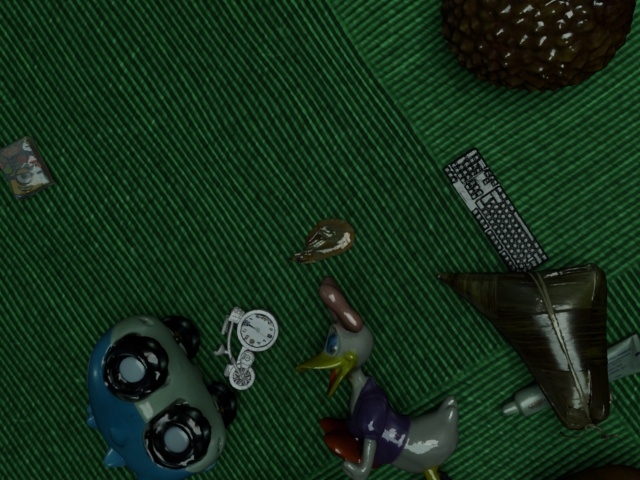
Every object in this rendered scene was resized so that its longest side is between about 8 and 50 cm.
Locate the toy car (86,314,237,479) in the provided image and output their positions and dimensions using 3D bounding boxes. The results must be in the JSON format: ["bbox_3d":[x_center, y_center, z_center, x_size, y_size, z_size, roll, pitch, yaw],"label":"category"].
[{"bbox_3d":[-0.253,0.241,1.161,0.190,0.188,0.255,-30,92,13],"label":"toy car"}]

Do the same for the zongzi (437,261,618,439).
[{"bbox_3d":[0.296,0.162,1.145,0.241,0.111,0.248,-2,80,14],"label":"zongzi"}]

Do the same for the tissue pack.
[{"bbox_3d":[-0.462,-0.112,1.224,0.063,0.035,0.083,-27,92,5],"label":"tissue pack"}]

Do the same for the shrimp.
[{"bbox_3d":[0.000,0.000,1.207,0.108,0.023,0.059,-17,83,5],"label":"shrimp"}]

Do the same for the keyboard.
[{"bbox_3d":[0.264,-0.040,1.188,0.061,0.013,0.204,-33,91,5],"label":"keyboard"}]

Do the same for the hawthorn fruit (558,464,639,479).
[{"bbox_3d":[0.399,0.424,1.135,0.248,0.208,0.208,1,95,28],"label":"hawthorn fruit"}]

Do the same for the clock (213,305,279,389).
[{"bbox_3d":[-0.118,0.164,1.217,0.087,0.041,0.129,20,90,-1],"label":"clock"}]

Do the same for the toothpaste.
[{"bbox_3d":[0.382,0.213,1.189,0.233,0.038,0.060,-25,96,2],"label":"toothpaste"}]

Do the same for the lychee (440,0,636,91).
[{"bbox_3d":[0.289,-0.327,1.056,0.267,0.267,0.268,0,94,4],"label":"lychee"}]

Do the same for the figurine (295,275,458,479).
[{"bbox_3d":[0.093,0.254,1.154,0.193,0.154,0.421,-38,92,1],"label":"figurine"}]
